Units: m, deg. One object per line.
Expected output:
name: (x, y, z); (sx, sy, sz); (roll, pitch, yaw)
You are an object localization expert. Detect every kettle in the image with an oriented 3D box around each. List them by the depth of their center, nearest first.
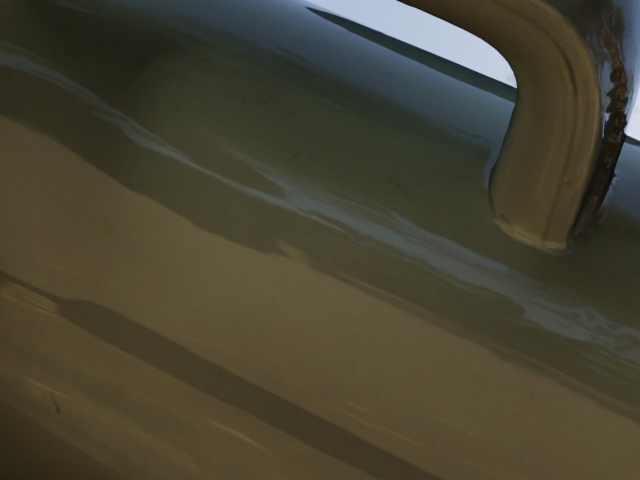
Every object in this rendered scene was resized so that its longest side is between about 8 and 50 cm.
kettle: (-0.007, 0.014, 0.614); (0.318, 0.205, 0.265); (26, -12, 9)
